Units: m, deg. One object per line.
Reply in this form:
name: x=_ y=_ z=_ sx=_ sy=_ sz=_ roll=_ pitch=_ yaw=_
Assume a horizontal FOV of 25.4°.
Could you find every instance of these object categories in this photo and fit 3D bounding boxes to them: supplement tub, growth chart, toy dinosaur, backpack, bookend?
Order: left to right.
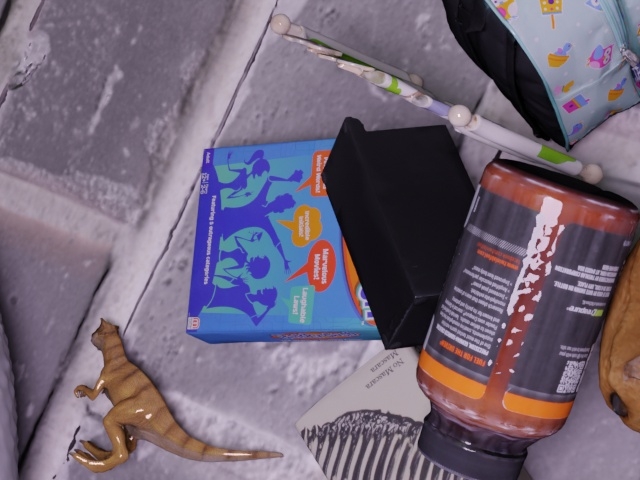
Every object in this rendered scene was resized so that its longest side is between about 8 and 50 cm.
toy dinosaur: x=-0.145 y=0.144 z=1.152 sx=0.211 sy=0.064 sz=0.112 roll=42 pitch=94 yaw=29
growth chart: x=0.075 y=-0.106 z=1.040 sx=0.237 sy=0.172 sz=0.021 roll=35 pitch=103 yaw=47
bookend: x=0.101 y=-0.014 z=1.031 sx=0.156 sy=0.072 sz=0.157 roll=-7 pitch=58 yaw=-23
supplement tub: x=0.124 y=0.054 z=0.909 sx=0.106 sy=0.106 sz=0.198 roll=24 pitch=101 yaw=30
backpack: x=0.164 y=-0.175 z=1.025 sx=0.144 sy=0.188 sz=0.166 roll=-37 pitch=62 yaw=12

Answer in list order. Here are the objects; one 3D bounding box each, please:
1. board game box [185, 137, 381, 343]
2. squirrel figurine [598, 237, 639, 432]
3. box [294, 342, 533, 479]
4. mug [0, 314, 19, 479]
board game box: x=0.000 y=0.000 z=1.133 sx=0.210 sy=0.047 sz=0.160 roll=-3 pitch=73 yaw=24
squirrel figurine: x=0.377 y=0.058 z=0.848 sx=0.397 sy=0.281 sz=0.370 roll=-47 pitch=49 yaw=-10
box: x=0.104 y=0.210 z=0.992 sx=0.113 sy=0.094 sz=0.275 roll=-41 pitch=61 yaw=10
mug: x=-0.434 y=0.132 z=1.146 sx=0.374 sy=0.276 sz=0.328 roll=-2 pitch=60 yaw=-8
